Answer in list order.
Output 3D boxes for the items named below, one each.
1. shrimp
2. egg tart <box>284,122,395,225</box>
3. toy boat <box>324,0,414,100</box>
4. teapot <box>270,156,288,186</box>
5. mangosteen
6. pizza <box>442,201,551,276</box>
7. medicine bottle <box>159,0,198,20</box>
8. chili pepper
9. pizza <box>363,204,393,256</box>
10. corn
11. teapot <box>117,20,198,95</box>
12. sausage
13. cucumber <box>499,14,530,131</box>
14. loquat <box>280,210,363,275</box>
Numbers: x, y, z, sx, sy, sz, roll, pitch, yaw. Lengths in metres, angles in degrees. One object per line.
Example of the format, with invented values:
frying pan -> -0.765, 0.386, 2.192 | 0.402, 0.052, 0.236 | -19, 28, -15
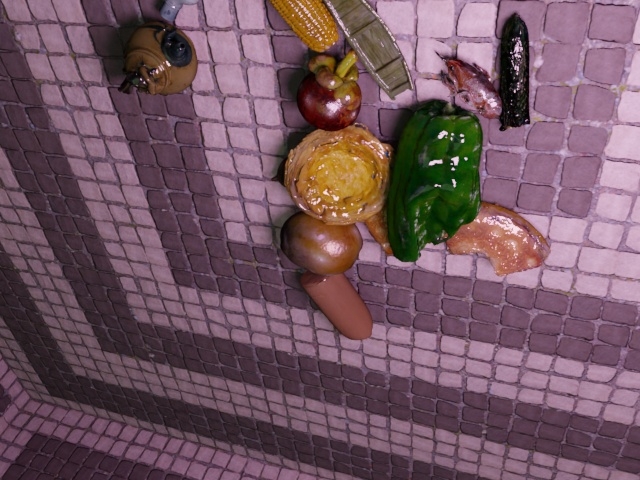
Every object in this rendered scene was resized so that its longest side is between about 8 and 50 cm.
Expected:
shrimp -> 0.305, -0.329, 1.265 | 0.190, 0.075, 0.073 | 42, 142, 0
egg tart -> 0.054, -0.172, 1.489 | 0.291, 0.107, 0.290 | 4, 122, 6
toy boat -> 0.102, -0.434, 1.278 | 0.093, 0.055, 0.293 | -22, 118, 38
teapot -> -0.072, -0.171, 1.580 | 0.121, 0.068, 0.076 | -2, 128, 26
mangosteen -> 0.023, -0.326, 1.332 | 0.156, 0.145, 0.181 | 33, 154, 1
pizza -> 0.410, -0.016, 1.490 | 0.306, 0.085, 0.161 | 22, 119, 9
medicine bottle -> -0.297, -0.572, 1.336 | 0.090, 0.053, 0.208 | 38, 136, -13
chili pepper -> 0.252, -0.118, 1.357 | 0.213, 0.167, 0.384 | 16, 121, 19
pizza -> 0.184, -0.055, 1.572 | 0.204, 0.081, 0.188 | 9, 110, 30
corn -> -0.068, -0.519, 1.249 | 0.102, 0.102, 0.313 | -17, 120, 35
teapot -> -0.398, -0.410, 1.436 | 0.269, 0.182, 0.173 | -17, 121, 36
sausage -> 0.056, 0.183, 1.801 | 0.123, 0.123, 0.253 | -17, 120, 35
cucumber -> 0.393, -0.330, 1.232 | 0.067, 0.067, 0.245 | 3, 132, 22
loquat -> 0.000, 0.000, 1.623 | 0.227, 0.179, 0.179 | 21, 135, 13
